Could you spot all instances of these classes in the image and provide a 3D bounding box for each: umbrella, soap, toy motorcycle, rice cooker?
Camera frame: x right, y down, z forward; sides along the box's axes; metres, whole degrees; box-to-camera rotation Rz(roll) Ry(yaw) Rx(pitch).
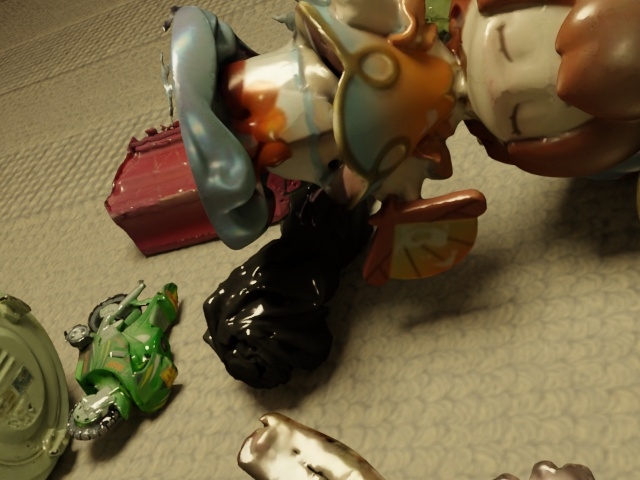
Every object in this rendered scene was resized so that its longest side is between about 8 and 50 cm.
[{"bbox_3d":[0.000,0.000,0.751,0.118,0.118,0.340,-6,33,32],"label":"umbrella"},{"bbox_3d":[-0.123,-0.082,0.927,0.250,0.099,0.162,-13,39,25],"label":"soap"},{"bbox_3d":[-0.189,0.113,0.767,0.106,0.074,0.190,-16,36,5],"label":"toy motorcycle"},{"bbox_3d":[-0.374,0.163,0.722,0.244,0.226,0.226,-21,36,12],"label":"rice cooker"}]

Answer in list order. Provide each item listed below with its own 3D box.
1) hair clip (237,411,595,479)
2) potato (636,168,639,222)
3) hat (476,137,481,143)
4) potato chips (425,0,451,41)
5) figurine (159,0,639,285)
[{"bbox_3d":[0.080,0.186,0.472,0.300,0.069,0.173,18,58,35],"label":"hair clip"},{"bbox_3d":[0.340,-0.045,0.495,0.262,0.165,0.165,-16,37,13],"label":"potato"},{"bbox_3d":[0.215,-0.205,0.816,0.166,0.144,0.173,-21,59,10],"label":"hat"},{"bbox_3d":[0.241,-0.326,0.880,0.389,0.097,0.373,-6,26,40],"label":"potato chips"},{"bbox_3d":[0.104,-0.125,0.601,0.388,0.277,0.248,-13,27,7],"label":"figurine"}]
